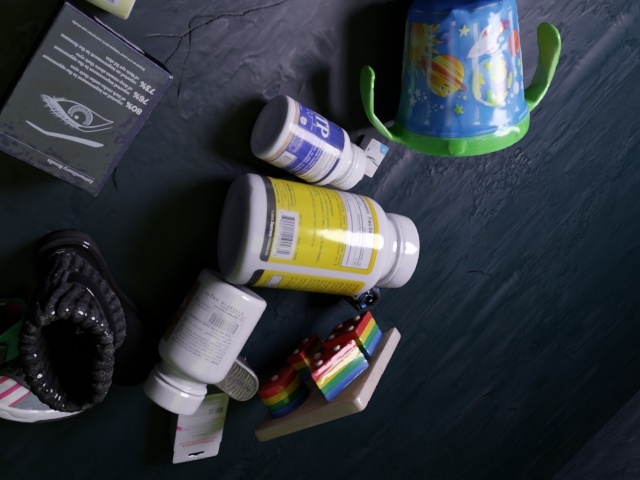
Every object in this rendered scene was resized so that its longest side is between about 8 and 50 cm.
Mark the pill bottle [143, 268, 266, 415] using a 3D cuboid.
[{"bbox_3d":[-0.205,0.176,0.884,0.131,0.131,0.229,33,85,-38],"label":"pill bottle"}]

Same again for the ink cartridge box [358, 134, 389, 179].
[{"bbox_3d":[0.089,-0.156,0.982,0.048,0.028,0.083,21,106,-35],"label":"ink cartridge box"}]

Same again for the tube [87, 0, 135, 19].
[{"bbox_3d":[-0.343,-0.360,0.615,0.240,0.070,0.062,20,136,-32],"label":"tube"}]

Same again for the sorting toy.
[{"bbox_3d":[0.003,0.259,1.018,0.257,0.255,0.089,-29,96,30],"label":"sorting toy"}]

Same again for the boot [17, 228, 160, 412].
[{"bbox_3d":[-0.344,0.172,0.789,0.131,0.260,0.348,-28,127,-12],"label":"boot"}]

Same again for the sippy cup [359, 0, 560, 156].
[{"bbox_3d":[0.234,-0.292,0.851,0.305,0.240,0.224,-39,133,-34],"label":"sippy cup"}]

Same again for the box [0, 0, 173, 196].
[{"bbox_3d":[-0.326,-0.192,0.685,0.153,0.108,0.207,32,100,-37],"label":"box"}]

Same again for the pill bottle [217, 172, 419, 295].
[{"bbox_3d":[0.000,0.000,0.905,0.333,0.188,0.188,9,113,-25],"label":"pill bottle"}]

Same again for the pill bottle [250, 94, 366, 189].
[{"bbox_3d":[-0.015,-0.159,0.871,0.186,0.112,0.112,22,105,-36],"label":"pill bottle"}]

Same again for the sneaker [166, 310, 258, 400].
[{"bbox_3d":[-0.220,0.225,1.011,0.083,0.118,0.222,-43,100,-10],"label":"sneaker"}]

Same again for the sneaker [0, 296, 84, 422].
[{"bbox_3d":[-0.487,0.183,0.815,0.295,0.124,0.178,22,114,-35],"label":"sneaker"}]

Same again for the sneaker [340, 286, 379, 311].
[{"bbox_3d":[0.042,0.079,1.034,0.216,0.121,0.079,24,103,-36],"label":"sneaker"}]

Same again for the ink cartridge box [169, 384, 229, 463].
[{"bbox_3d":[-0.263,0.381,1.082,0.104,0.061,0.181,1,116,-28],"label":"ink cartridge box"}]
